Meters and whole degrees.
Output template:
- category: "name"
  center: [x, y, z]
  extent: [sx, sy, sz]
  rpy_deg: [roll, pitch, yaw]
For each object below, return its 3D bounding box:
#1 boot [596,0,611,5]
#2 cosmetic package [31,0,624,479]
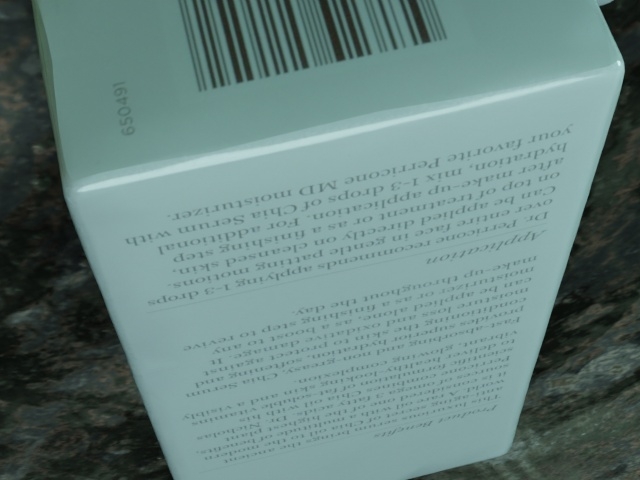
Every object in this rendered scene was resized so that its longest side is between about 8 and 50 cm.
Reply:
- category: "boot"
  center: [0.202, -0.189, 0.543]
  extent: [0.123, 0.095, 0.258]
  rpy_deg: [7, 144, -22]
- category: "cosmetic package"
  center: [0.000, 0.000, 0.716]
  extent: [0.230, 0.161, 0.453]
  rpy_deg: [-12, 151, -6]
